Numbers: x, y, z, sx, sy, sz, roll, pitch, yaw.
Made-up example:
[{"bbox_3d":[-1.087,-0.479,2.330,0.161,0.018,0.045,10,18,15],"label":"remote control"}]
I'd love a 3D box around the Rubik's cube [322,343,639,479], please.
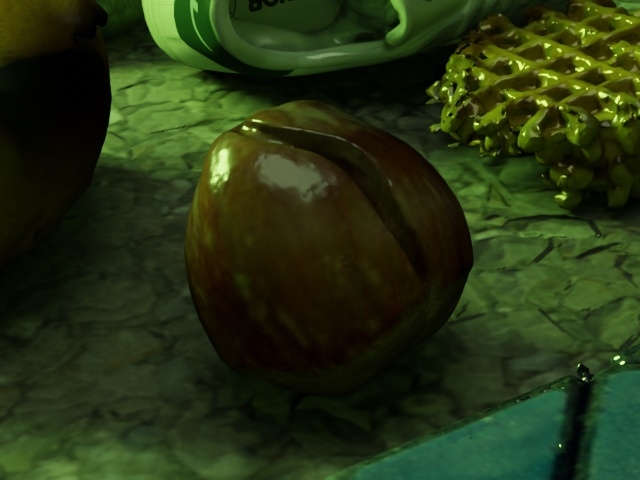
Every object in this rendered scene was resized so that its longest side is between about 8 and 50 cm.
[{"bbox_3d":[0.135,0.159,0.526,0.205,0.207,0.205,-20,34,-26],"label":"Rubik's cube"}]

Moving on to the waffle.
[{"bbox_3d":[0.161,-0.085,1.115,0.197,0.070,0.193,-4,29,4],"label":"waffle"}]

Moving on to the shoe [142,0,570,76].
[{"bbox_3d":[0.072,-0.181,1.209,0.363,0.132,0.160,-13,15,-11],"label":"shoe"}]

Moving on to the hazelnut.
[{"bbox_3d":[0.000,0.000,0.896,0.143,0.143,0.154,12,14,25],"label":"hazelnut"}]

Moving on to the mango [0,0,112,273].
[{"bbox_3d":[-0.210,-0.066,1.025,0.201,0.152,0.287,6,30,9],"label":"mango"}]

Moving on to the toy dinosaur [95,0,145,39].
[{"bbox_3d":[-0.183,-0.174,1.322,0.188,0.075,0.247,-22,30,0],"label":"toy dinosaur"}]
